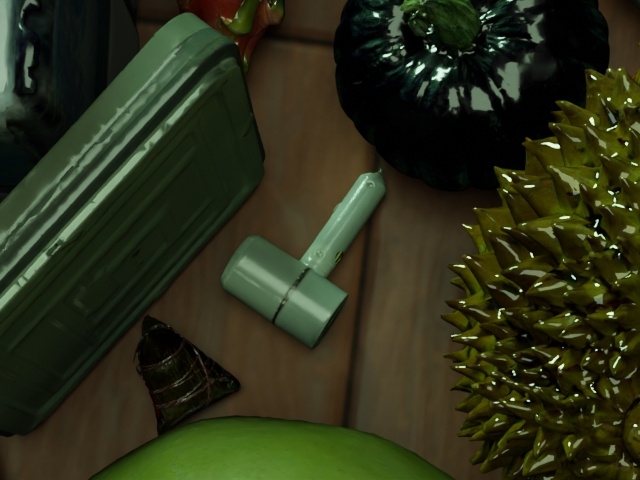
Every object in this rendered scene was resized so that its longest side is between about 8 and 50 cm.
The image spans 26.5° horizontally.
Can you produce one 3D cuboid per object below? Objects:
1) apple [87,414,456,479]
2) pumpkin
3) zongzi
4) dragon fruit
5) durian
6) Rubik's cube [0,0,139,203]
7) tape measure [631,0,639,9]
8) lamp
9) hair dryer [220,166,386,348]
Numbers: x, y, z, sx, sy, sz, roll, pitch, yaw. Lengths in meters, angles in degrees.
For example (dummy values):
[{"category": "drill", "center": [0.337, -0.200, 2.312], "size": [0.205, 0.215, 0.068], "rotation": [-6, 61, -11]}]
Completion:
[{"category": "apple", "center": [-0.023, 0.261, 0.751], "size": [0.357, 0.357, 0.357], "rotation": [0, 79, 1]}, {"category": "pumpkin", "center": [0.104, -0.129, 0.936], "size": [0.194, 0.150, 0.194], "rotation": [0, 92, -11]}, {"category": "zongzi", "center": [-0.107, 0.079, 0.946], "size": [0.067, 0.073, 0.083], "rotation": [-30, 119, -5]}, {"category": "dragon fruit", "center": [-0.063, -0.171, 0.976], "size": [0.081, 0.086, 0.116], "rotation": [4, 93, -12]}, {"category": "durian", "center": [0.247, 0.050, 0.796], "size": [0.347, 0.384, 0.347], "rotation": [9, 107, 30]}, {"category": "Rubik's cube", "center": [-0.289, -0.181, 0.861], "size": [0.313, 0.318, 0.316], "rotation": [0, 77, 1]}, {"category": "tape measure", "center": [0.316, -0.148, 0.983], "size": [0.164, 0.084, 0.330], "rotation": [-21, 97, -2]}, {"category": "lamp", "center": [-0.140, 0.005, 0.846], "size": [0.047, 0.266, 0.269], "rotation": [40, 82, 9]}, {"category": "hair dryer", "center": [0.000, 0.000, 0.960], "size": [0.082, 0.047, 0.137], "rotation": [34, 76, 8]}]
